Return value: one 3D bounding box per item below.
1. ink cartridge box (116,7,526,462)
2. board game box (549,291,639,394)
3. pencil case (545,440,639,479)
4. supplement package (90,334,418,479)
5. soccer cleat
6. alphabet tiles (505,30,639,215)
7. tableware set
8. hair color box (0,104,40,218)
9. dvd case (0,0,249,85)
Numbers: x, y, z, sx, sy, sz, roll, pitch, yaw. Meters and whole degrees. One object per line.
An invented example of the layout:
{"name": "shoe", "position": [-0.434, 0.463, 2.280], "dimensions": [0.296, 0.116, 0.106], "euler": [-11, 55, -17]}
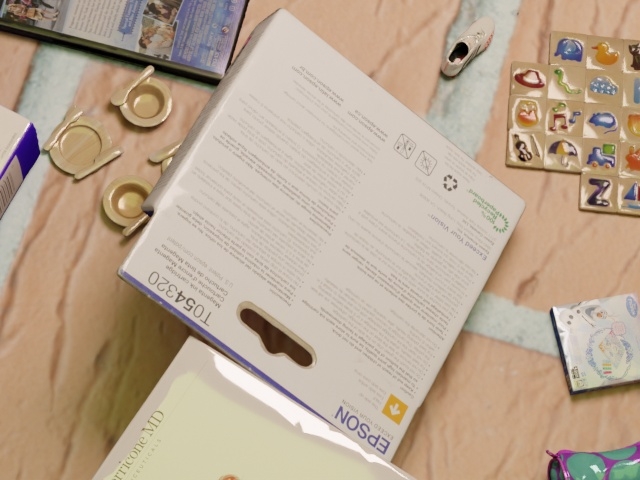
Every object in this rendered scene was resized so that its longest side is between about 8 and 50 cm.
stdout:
{"name": "ink cartridge box", "position": [0.000, 0.000, 1.776], "dimensions": [0.324, 0.071, 0.330], "euler": [38, 64, -15]}
{"name": "board game box", "position": [0.284, 0.103, 1.862], "dimensions": [0.090, 0.020, 0.090], "euler": [-9, 72, -7]}
{"name": "pencil case", "position": [0.298, 0.223, 1.800], "dimensions": [0.151, 0.064, 0.070], "euler": [-11, 89, -8]}
{"name": "supplement package", "position": [-0.047, 0.252, 1.706], "dimensions": [0.293, 0.175, 0.177], "euler": [32, 73, 7]}
{"name": "soccer cleat", "position": [0.156, -0.206, 1.946], "dimensions": [0.029, 0.035, 0.083], "euler": [40, 74, 9]}
{"name": "alphabet tiles", "position": [0.314, -0.121, 1.945], "dimensions": [0.237, 0.009, 0.198], "euler": [6, 72, -2]}
{"name": "tableware set", "position": [-0.187, -0.088, 1.891], "dimensions": [0.141, 0.020, 0.169], "euler": [-38, 78, -15]}
{"name": "hair color box", "position": [-0.470, -0.100, 1.829], "dimensions": [0.339, 0.110, 0.185], "euler": [27, 73, 3]}
{"name": "dvd case", "position": [-0.200, -0.273, 1.950], "dimensions": [0.253, 0.022, 0.180], "euler": [15, 72, 0]}
